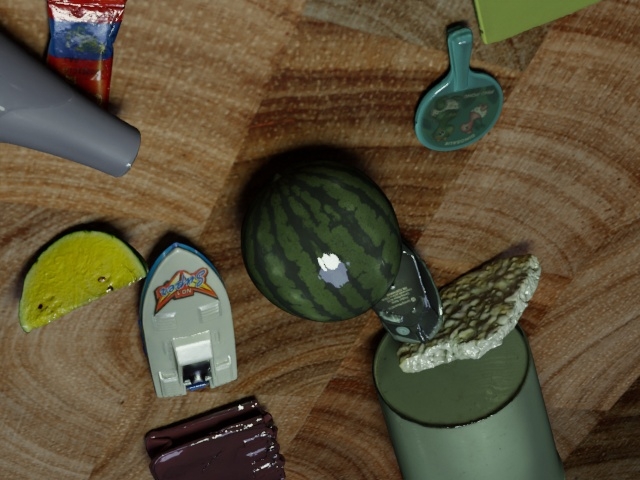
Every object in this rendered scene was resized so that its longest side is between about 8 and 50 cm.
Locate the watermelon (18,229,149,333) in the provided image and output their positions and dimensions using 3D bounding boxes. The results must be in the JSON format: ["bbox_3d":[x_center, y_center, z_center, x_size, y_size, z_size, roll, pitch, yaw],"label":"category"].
[{"bbox_3d":[-0.309,0.033,1.260,0.181,0.092,0.075,-23,124,12],"label":"watermelon"}]

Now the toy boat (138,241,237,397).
[{"bbox_3d":[-0.187,0.110,1.383,0.129,0.088,0.295,-12,136,-12],"label":"toy boat"}]

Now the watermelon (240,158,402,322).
[{"bbox_3d":[0.000,0.000,1.269,0.212,0.212,0.212,-12,136,-12],"label":"watermelon"}]

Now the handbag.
[{"bbox_3d":[-0.169,0.359,1.652,0.216,0.074,0.203,-20,137,-5],"label":"handbag"}]

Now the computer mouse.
[{"bbox_3d":[0.111,0.062,1.454,0.106,0.062,0.192,-20,109,23],"label":"computer mouse"}]

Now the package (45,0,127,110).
[{"bbox_3d":[-0.268,-0.188,1.103,0.083,0.022,0.200,0,134,-23],"label":"package"}]

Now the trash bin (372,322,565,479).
[{"bbox_3d":[0.250,0.324,1.651,0.280,0.280,0.432,-22,134,-1],"label":"trash bin"}]

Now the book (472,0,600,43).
[{"bbox_3d":[0.261,-0.398,1.109,0.239,0.035,0.352,-22,138,2],"label":"book"}]

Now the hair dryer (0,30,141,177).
[{"bbox_3d":[-0.410,-0.088,1.099,0.301,0.121,0.361,27,129,-36],"label":"hair dryer"}]

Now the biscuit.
[{"bbox_3d":[0.226,0.112,1.488,0.265,0.188,0.040,-36,116,-1],"label":"biscuit"}]

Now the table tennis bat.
[{"bbox_3d":[0.177,-0.192,1.282,0.124,0.033,0.201,-18,142,-8],"label":"table tennis bat"}]
